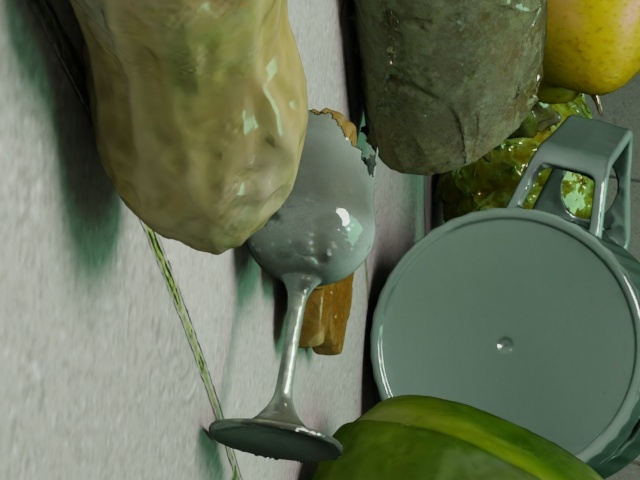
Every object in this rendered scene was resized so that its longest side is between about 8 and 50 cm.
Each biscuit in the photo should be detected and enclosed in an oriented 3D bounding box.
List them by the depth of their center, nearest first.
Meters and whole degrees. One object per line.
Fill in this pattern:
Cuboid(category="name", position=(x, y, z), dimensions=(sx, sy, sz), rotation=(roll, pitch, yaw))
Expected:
Cuboid(category="biscuit", position=(0.000, 0.000, 0.990), dimensions=(0.225, 0.036, 0.166), rotation=(69, 28, -72))

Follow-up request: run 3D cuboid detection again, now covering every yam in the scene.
Cuboid(category="yam", position=(0.100, -0.209, 1.120), dimensions=(0.168, 0.168, 0.304), rotation=(-75, 163, -45))

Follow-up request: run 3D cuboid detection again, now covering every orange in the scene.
Cuboid(category="orange", position=(0.258, -0.064, 1.855), dimensions=(0.301, 0.223, 0.300), rotation=(-49, 131, -67))

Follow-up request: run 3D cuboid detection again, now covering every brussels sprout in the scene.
Cuboid(category="brussels sprout", position=(0.117, 0.305, 1.098), dimensions=(0.276, 0.315, 0.371), rotation=(-46, 151, -37))

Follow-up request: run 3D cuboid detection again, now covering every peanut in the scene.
Cuboid(category="peanut", position=(-0.050, -0.085, 0.531), dimensions=(0.098, 0.090, 0.214), rotation=(49, -25, 43))

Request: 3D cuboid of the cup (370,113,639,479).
Cuboid(category="cup", position=(0.210, 0.073, 1.492), dimensions=(0.392, 0.310, 0.401), rotation=(25, 53, -75))

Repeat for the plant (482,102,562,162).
Cuboid(category="plant", position=(0.117, -0.235, 1.442), dimensions=(0.333, 0.180, 0.251), rotation=(37, 50, -41))

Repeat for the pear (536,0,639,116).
Cuboid(category="pear", position=(0.235, -0.298, 1.275), dimensions=(0.285, 0.285, 0.336), rotation=(-74, 156, -49))

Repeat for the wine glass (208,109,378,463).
Cuboid(category="wine glass", position=(-0.011, 0.024, 0.819), dimensions=(0.079, 0.079, 0.195), rotation=(70, 27, -66))
